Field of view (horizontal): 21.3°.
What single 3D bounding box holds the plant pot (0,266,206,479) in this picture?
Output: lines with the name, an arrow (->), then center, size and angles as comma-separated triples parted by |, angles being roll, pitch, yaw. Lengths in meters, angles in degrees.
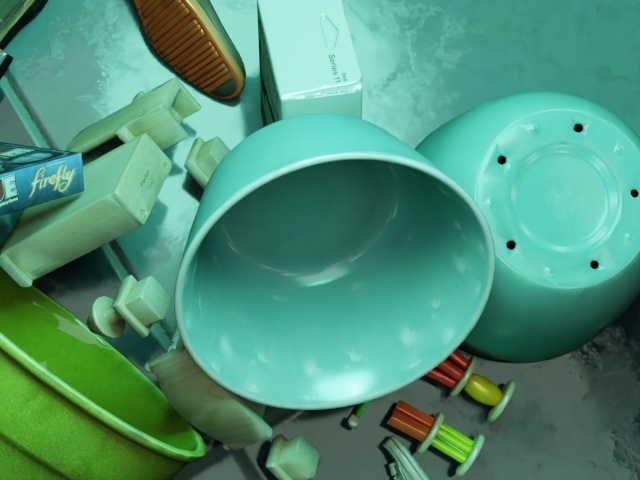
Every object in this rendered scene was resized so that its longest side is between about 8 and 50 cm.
plant pot -> -0.364, 0.229, 1.653 | 0.366, 0.366, 0.353 | 39, 91, 1

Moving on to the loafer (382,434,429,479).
loafer -> 0.102, 0.268, 1.829 | 0.039, 0.045, 0.125 | -37, 90, -3

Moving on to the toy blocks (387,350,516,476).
toy blocks -> 0.119, 0.166, 1.838 | 0.148, 0.054, 0.123 | 32, 79, -1

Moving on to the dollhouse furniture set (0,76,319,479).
dollhouse furniture set -> -0.145, 0.064, 1.810 | 0.355, 0.174, 0.303 | 50, 35, -25

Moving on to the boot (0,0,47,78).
boot -> -0.356, -0.267, 1.839 | 0.106, 0.082, 0.219 | 30, 82, -4

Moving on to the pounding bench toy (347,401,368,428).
pounding bench toy -> 0.039, 0.153, 1.833 | 0.065, 0.052, 0.083 | -31, 86, -10

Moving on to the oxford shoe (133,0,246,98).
oxford shoe -> -0.153, -0.281, 1.857 | 0.098, 0.097, 0.271 | -42, 103, -40

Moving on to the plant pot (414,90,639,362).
plant pot -> 0.230, -0.025, 1.787 | 0.293, 0.235, 0.293 | 1, 81, -6

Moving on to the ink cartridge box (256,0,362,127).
ink cartridge box -> -0.012, -0.147, 1.771 | 0.087, 0.208, 0.153 | -9, 56, -6

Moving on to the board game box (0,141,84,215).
board game box -> -0.380, -0.064, 1.706 | 0.165, 0.243, 0.042 | -21, 113, -48

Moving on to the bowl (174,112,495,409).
bowl -> 0.000, 0.000, 1.666 | 0.312, 0.311, 0.163 | -10, 39, -7
